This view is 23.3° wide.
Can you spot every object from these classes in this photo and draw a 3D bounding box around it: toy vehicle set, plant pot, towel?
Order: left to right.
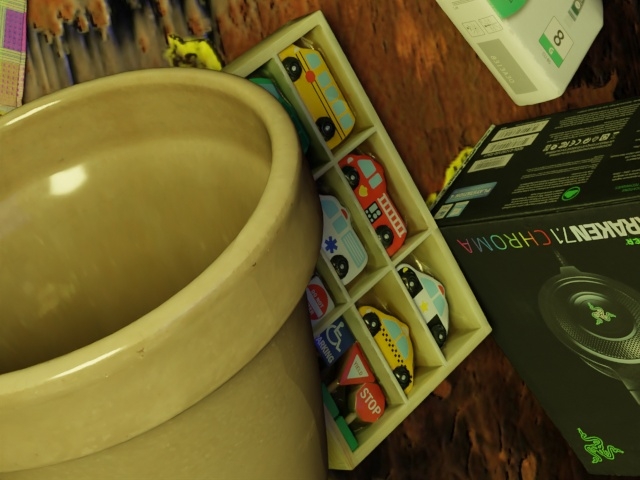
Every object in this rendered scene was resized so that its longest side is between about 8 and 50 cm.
[{"bbox_3d":[-0.201,-0.118,0.915,0.060,0.009,0.083,8,79,-38],"label":"towel"},{"bbox_3d":[-0.098,0.068,0.850,0.263,0.263,0.229,-51,133,-31],"label":"plant pot"},{"bbox_3d":[0.000,0.000,1.050,0.166,0.035,0.267,-42,111,-34],"label":"toy vehicle set"}]

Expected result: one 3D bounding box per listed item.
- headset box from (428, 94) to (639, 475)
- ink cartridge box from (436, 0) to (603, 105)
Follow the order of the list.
[{"bbox_3d":[0.253,0.044,1.118,0.283,0.246,0.131,54,55,-23],"label":"headset box"},{"bbox_3d":[0.166,-0.246,1.204,0.181,0.056,0.224,48,60,-26],"label":"ink cartridge box"}]
